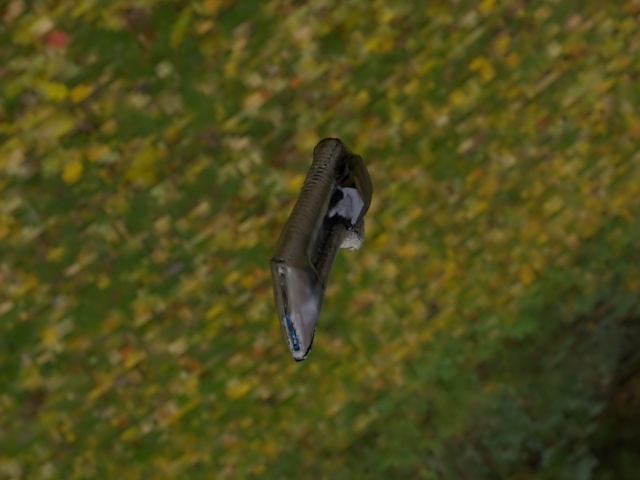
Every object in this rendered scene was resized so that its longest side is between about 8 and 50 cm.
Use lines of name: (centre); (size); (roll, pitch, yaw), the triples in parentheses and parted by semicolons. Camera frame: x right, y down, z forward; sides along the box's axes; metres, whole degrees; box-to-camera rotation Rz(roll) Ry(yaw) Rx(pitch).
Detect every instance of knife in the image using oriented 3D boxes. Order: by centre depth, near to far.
knife: (0.006, -0.002, 1.239); (0.043, 0.089, 0.365); (-19, -168, 10)
